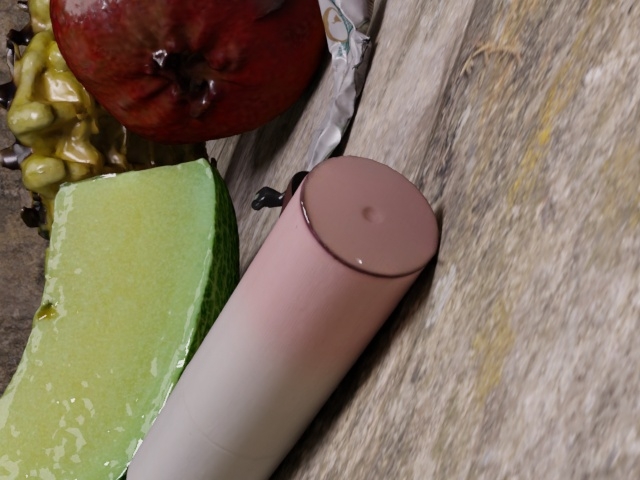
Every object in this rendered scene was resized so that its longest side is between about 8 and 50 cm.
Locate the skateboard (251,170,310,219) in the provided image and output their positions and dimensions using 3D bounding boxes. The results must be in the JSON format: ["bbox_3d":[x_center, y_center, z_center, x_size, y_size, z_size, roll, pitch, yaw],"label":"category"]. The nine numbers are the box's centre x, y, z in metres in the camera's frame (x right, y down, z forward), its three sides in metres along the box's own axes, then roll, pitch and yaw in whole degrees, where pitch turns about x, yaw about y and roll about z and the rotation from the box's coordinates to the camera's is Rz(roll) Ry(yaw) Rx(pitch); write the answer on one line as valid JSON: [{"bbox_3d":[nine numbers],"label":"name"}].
[{"bbox_3d":[0.000,0.000,1.190,0.080,0.067,0.151,-42,22,21],"label":"skateboard"}]

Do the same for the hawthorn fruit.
[{"bbox_3d":[-0.122,-0.247,1.668,0.265,0.265,0.307,122,154,-44],"label":"hawthorn fruit"}]

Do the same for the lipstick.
[{"bbox_3d":[-0.033,0.079,1.103,0.327,0.087,0.087,124,164,-47],"label":"lipstick"}]

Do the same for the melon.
[{"bbox_3d":[-0.191,0.129,1.491,0.331,0.226,0.343,-35,46,53],"label":"melon"}]

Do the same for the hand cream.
[{"bbox_3d":[0.006,-0.124,1.421,0.084,0.050,0.257,130,152,-65],"label":"hand cream"}]

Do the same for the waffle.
[{"bbox_3d":[-0.208,-0.107,1.843,0.382,0.095,0.379,61,-153,-45],"label":"waffle"}]
